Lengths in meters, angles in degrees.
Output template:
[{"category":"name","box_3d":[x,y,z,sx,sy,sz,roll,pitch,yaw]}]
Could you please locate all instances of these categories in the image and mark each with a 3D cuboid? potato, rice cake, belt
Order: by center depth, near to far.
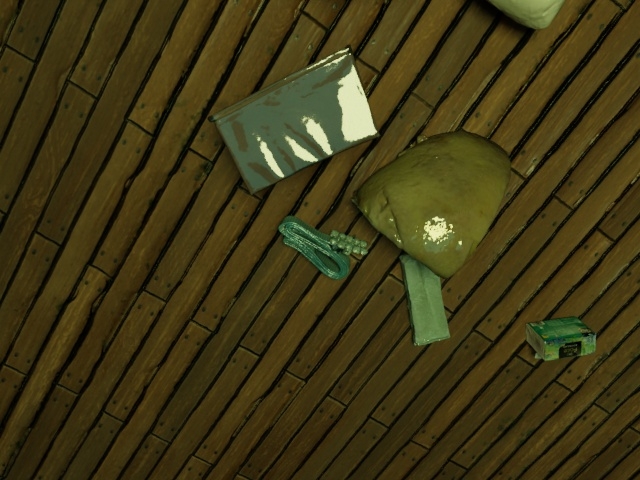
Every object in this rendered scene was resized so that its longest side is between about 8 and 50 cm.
[{"category":"potato","box_3d":[0.220,-0.103,0.794,0.211,0.189,0.264,36,104,-10]},{"category":"belt","box_3d":[-0.001,0.002,0.894,0.179,0.065,0.100,34,114,-11]},{"category":"rice cake","box_3d":[0.230,0.124,0.943,0.085,0.040,0.226,-12,107,4]}]

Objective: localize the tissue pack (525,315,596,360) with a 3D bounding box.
[{"category":"tissue pack","box_3d":[0.533,0.226,0.954,0.111,0.085,0.079,-10,108,2]}]

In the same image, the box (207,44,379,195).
[{"category":"box","box_3d":[-0.042,-0.208,0.764,0.252,0.188,0.153,-24,106,5]}]

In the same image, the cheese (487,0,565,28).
[{"category":"cheese","box_3d":[0.346,-0.476,0.697,0.198,0.154,0.189,29,125,-12]}]
